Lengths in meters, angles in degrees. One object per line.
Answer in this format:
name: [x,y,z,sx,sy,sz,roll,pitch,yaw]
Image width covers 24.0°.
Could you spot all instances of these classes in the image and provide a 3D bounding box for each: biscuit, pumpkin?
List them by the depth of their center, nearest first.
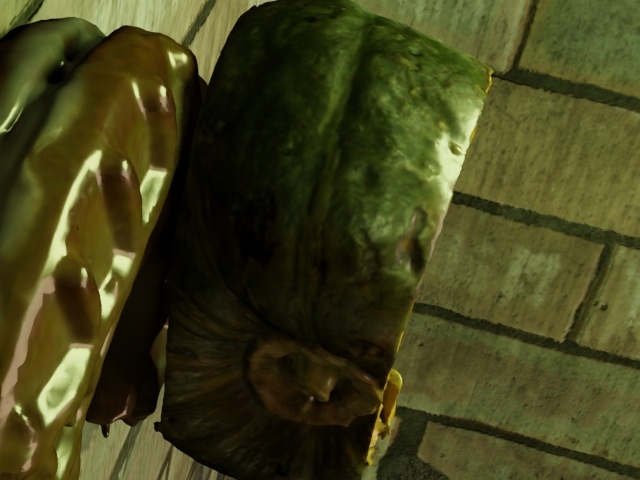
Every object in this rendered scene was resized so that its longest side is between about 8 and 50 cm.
biscuit: [-0.139,0.021,0.753,0.366,0.115,0.268,-69,173,-75]
pumpkin: [-0.001,0.000,0.829,0.280,0.139,0.190,104,3,-51]
